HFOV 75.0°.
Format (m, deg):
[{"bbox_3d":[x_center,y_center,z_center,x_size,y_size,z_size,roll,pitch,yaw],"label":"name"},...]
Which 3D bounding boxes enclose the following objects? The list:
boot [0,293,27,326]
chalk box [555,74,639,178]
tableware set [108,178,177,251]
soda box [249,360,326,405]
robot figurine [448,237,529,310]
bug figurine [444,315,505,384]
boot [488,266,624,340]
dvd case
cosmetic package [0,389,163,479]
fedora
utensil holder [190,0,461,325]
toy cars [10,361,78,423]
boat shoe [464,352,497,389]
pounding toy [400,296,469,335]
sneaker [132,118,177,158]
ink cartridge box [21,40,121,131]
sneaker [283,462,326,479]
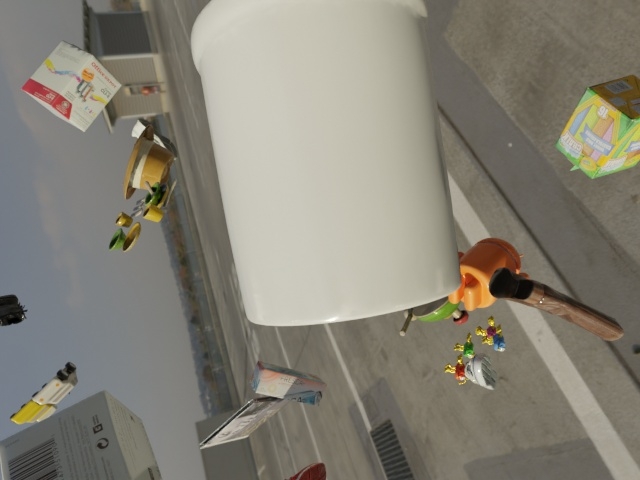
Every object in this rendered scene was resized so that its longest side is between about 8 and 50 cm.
[{"bbox_3d":[-0.826,0.185,1.065,0.099,0.121,0.045,34,124,38],"label":"boot"},{"bbox_3d":[0.649,-0.235,0.946,0.213,0.133,0.132,87,161,-53],"label":"chalk box"},{"bbox_3d":[-0.265,-0.035,0.601,0.154,0.024,0.103,-11,57,45],"label":"tableware set"},{"bbox_3d":[-0.080,0.358,1.043,0.058,0.183,0.062,14,82,64],"label":"soda box"},{"bbox_3d":[0.396,0.076,1.003,0.128,0.220,0.158,54,151,0],"label":"robot figurine"},{"bbox_3d":[0.587,0.400,1.542,0.072,0.216,0.279,41,120,3],"label":"bug figurine"},{"bbox_3d":[0.259,0.071,0.466,0.106,0.114,0.037,-103,34,-82],"label":"boot"},{"bbox_3d":[-0.191,0.478,1.108,0.221,0.165,0.018,-44,57,18],"label":"dvd case"},{"bbox_3d":[-0.355,0.358,0.643,0.151,0.152,0.183,53,158,30],"label":"cosmetic package"},{"bbox_3d":[-0.389,-0.170,0.962,0.194,0.079,0.194,-161,90,-73],"label":"fedora"},{"bbox_3d":[0.017,-0.105,0.593,0.328,0.328,0.384,171,89,-72],"label":"utensil holder"},{"bbox_3d":[-0.853,0.497,1.317,0.394,0.176,0.087,-36,104,33],"label":"toy cars"},{"bbox_3d":[0.462,0.391,1.230,0.076,0.083,0.226,3,148,34],"label":"boat shoe"},{"bbox_3d":[0.376,0.226,1.312,0.110,0.237,0.183,47,-157,-5],"label":"pounding toy"},{"bbox_3d":[-0.498,-0.294,1.257,0.152,0.061,0.053,44,-159,-10],"label":"sneaker"},{"bbox_3d":[-0.671,-0.420,1.136,0.128,0.176,0.128,29,170,18],"label":"ink cartridge box"},{"bbox_3d":[-0.090,0.572,0.968,0.128,0.221,0.086,-4,87,35],"label":"sneaker"}]
